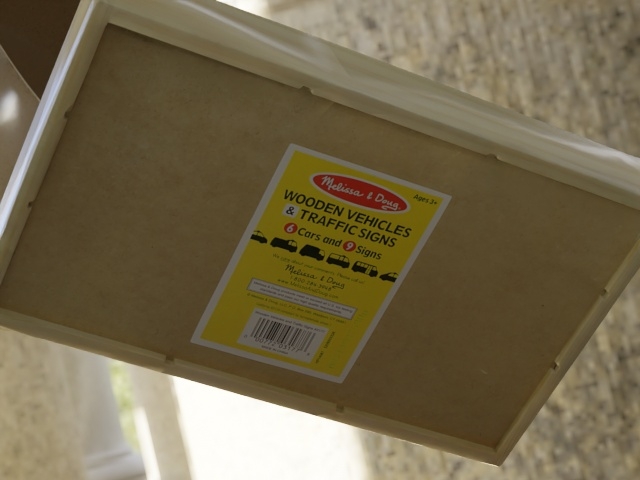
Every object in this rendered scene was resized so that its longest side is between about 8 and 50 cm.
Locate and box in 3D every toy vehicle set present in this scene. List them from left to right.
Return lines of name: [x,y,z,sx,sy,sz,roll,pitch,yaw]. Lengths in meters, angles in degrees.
toy vehicle set: [0.000,0.000,0.666,0.267,0.166,0.035,18,32,-19]

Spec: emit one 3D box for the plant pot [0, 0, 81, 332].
plant pot: [-0.199,-0.043,1.090,0.191,0.284,0.284,-42,-10,17]
